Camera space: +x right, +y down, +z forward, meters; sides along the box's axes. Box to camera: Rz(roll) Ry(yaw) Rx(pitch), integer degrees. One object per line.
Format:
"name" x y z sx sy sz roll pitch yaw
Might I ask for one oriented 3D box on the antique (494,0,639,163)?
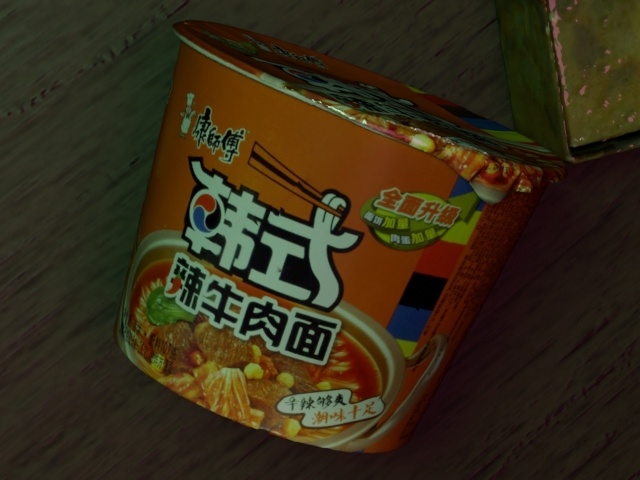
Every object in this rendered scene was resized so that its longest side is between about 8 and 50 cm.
"antique" 0.162 -0.212 1.152 0.093 0.087 0.310 -14 104 -15

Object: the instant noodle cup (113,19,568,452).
"instant noodle cup" 0.000 0.000 1.060 0.250 0.250 0.192 16 102 -20
